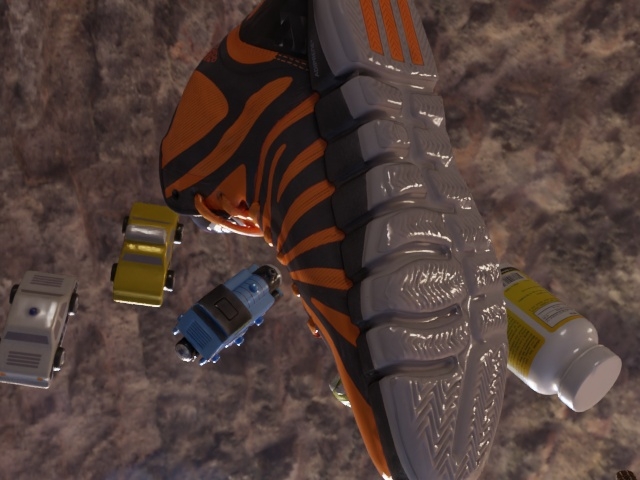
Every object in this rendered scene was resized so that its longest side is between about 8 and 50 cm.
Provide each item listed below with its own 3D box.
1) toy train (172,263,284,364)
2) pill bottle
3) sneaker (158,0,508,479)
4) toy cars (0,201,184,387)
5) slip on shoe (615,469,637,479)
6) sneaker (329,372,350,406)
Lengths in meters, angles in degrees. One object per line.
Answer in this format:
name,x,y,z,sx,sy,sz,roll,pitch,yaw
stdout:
toy train,-0.117,0.093,1.038,0.184,0.080,0.105,-38,-5,-46
pill bottle,0.469,0.209,1.688,0.187,0.334,0.188,-21,-48,-26
sneaker,0.000,0.000,0.491,0.180,0.321,0.124,-21,-18,38
toy cars,-0.354,0.062,1.219,0.393,0.176,0.087,-38,-19,-28
slip on shoe,0.610,0.501,1.531,0.051,0.135,0.041,-10,-79,8
sneaker,0.085,0.279,1.415,0.126,0.240,0.091,43,-86,3
